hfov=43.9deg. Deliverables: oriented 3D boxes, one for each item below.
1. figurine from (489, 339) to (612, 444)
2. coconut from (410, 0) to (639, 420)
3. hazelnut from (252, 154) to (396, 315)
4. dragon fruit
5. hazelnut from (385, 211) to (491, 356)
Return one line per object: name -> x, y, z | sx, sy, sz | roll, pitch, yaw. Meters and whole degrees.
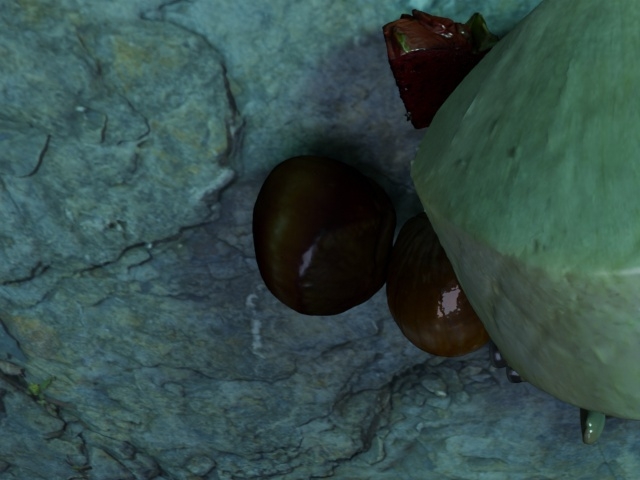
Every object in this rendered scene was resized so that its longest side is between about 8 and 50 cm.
figurine -> 0.410, 0.148, 0.974 | 0.381, 0.203, 0.248 | -3, 127, 29
coconut -> 0.281, -0.063, 0.676 | 0.345, 0.415, 0.415 | 9, 140, 37
hazelnut -> 0.000, 0.000, 0.918 | 0.178, 0.177, 0.204 | -13, 159, 21
dragon fruit -> 0.120, -0.182, 0.777 | 0.106, 0.083, 0.162 | -16, 155, 12
hazelnut -> 0.133, 0.045, 0.871 | 0.150, 0.150, 0.150 | 5, 134, 5
